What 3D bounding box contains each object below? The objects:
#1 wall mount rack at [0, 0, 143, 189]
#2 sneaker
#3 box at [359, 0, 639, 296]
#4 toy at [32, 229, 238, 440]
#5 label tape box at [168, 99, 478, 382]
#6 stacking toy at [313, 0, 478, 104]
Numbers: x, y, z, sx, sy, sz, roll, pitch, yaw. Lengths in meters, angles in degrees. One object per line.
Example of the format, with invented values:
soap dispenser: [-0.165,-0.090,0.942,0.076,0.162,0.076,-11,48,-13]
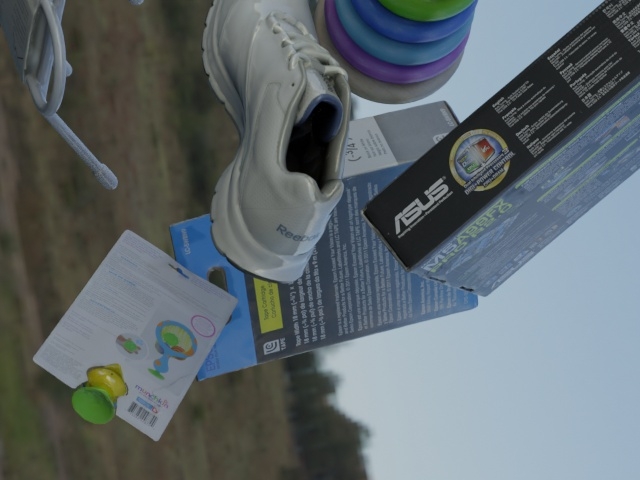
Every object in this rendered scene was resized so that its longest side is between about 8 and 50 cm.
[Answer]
wall mount rack: [-0.288,-0.234,1.784,0.304,0.130,0.350,110,-34,-41]
sneaker: [-0.021,-0.115,1.303,0.129,0.111,0.297,-43,-135,47]
box: [0.177,-0.072,1.175,0.060,0.270,0.216,53,12,18]
toy: [-0.182,0.098,1.567,0.056,0.137,0.237,-54,-176,32]
label tape box: [0.000,0.000,1.777,0.106,0.333,0.241,-114,-166,-47]
stacking toy: [0.083,-0.235,1.319,0.330,0.141,0.141,114,-34,-70]
